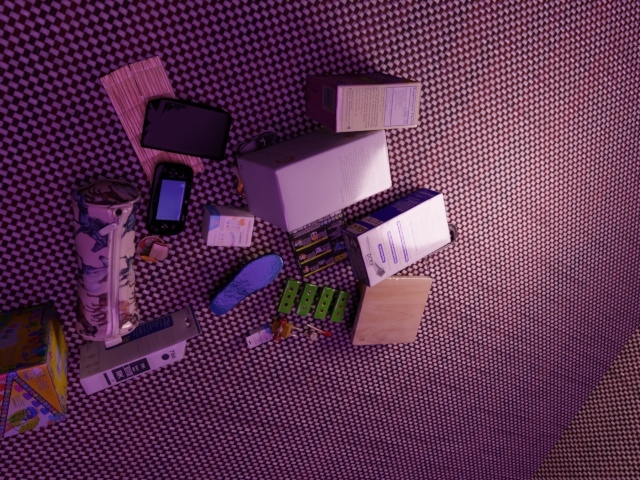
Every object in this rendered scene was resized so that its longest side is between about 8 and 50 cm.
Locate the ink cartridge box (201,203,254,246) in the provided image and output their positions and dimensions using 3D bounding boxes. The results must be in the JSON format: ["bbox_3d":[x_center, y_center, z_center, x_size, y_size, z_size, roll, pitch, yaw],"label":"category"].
[{"bbox_3d":[-0.254,-0.041,1.458,0.143,0.090,0.092,2,112,-24],"label":"ink cartridge box"}]

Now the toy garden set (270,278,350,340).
[{"bbox_3d":[-0.042,0.239,1.700,0.244,0.049,0.204,15,97,-31],"label":"toy garden set"}]

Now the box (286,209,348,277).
[{"bbox_3d":[0.000,0.000,1.620,0.190,0.045,0.184,-25,123,-13],"label":"box"}]

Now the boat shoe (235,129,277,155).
[{"bbox_3d":[-0.173,-0.267,1.422,0.125,0.038,0.046,-23,120,-13],"label":"boat shoe"}]

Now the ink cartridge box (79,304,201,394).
[{"bbox_3d":[-0.501,0.302,1.458,0.332,0.165,0.065,-20,119,-14],"label":"ink cartridge box"}]

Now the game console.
[{"bbox_3d":[-0.366,-0.181,1.350,0.213,0.044,0.362,6,110,-28],"label":"game console"}]

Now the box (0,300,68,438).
[{"bbox_3d":[-0.788,0.321,1.262,0.278,0.290,0.177,-12,118,-19],"label":"box"}]

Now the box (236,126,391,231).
[{"bbox_3d":[-0.013,-0.182,1.386,0.345,0.215,0.169,-24,118,-27],"label":"box"}]

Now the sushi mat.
[{"bbox_3d":[-0.418,-0.291,1.312,0.151,0.019,0.317,-25,121,-13],"label":"sushi mat"}]

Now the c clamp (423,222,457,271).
[{"bbox_3d":[0.422,0.014,1.833,0.160,0.022,0.137,-31,116,-8],"label":"c clamp"}]

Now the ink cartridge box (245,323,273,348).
[{"bbox_3d":[-0.202,0.311,1.677,0.083,0.028,0.048,-22,119,-15],"label":"ink cartridge box"}]

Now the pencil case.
[{"bbox_3d":[-0.544,0.059,1.319,0.159,0.183,0.411,-2,114,-24],"label":"pencil case"}]

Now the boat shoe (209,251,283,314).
[{"bbox_3d":[-0.232,0.113,1.544,0.258,0.089,0.109,-32,109,-2],"label":"boat shoe"}]

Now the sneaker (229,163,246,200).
[{"bbox_3d":[-0.200,-0.135,1.460,0.083,0.069,0.186,-17,113,-7],"label":"sneaker"}]

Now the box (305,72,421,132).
[{"bbox_3d":[0.109,-0.379,1.395,0.242,0.213,0.118,-8,116,-21],"label":"box"}]

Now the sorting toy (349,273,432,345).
[{"bbox_3d":[0.231,0.227,1.800,0.256,0.089,0.256,3,111,-25],"label":"sorting toy"}]

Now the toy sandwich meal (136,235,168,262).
[{"bbox_3d":[-0.464,0.027,1.429,0.085,0.029,0.086,-10,116,-20],"label":"toy sandwich meal"}]

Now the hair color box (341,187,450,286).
[{"bbox_3d":[0.247,-0.015,1.660,0.338,0.110,0.185,-27,117,-22],"label":"hair color box"}]
